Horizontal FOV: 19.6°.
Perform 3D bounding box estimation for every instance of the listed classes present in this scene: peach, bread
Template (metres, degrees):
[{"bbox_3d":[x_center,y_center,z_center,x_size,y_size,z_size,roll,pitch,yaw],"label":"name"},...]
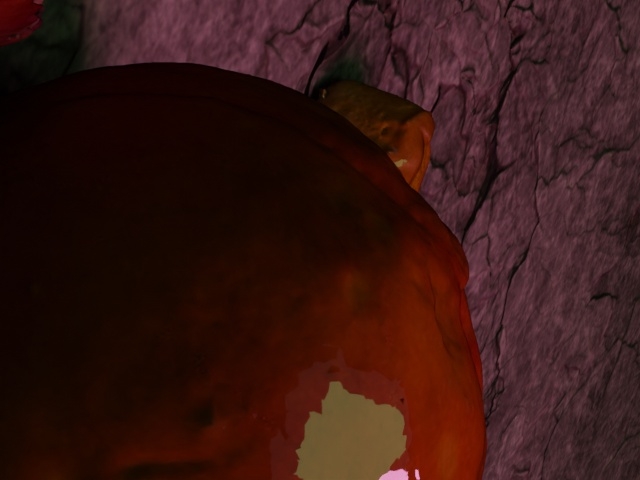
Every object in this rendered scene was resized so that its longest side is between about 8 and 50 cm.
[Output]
[{"bbox_3d":[-0.068,0.066,0.930,0.343,0.301,0.343,-19,90,-79],"label":"peach"},{"bbox_3d":[0.000,0.000,1.317,0.245,0.094,0.102,-58,159,-20],"label":"bread"}]

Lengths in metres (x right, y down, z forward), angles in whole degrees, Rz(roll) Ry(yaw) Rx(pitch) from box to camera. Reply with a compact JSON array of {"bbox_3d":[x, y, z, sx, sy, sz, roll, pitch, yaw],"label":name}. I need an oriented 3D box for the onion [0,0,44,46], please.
[{"bbox_3d":[-0.162,-0.200,0.776,0.230,0.163,0.230,-168,-90,-84],"label":"onion"}]
